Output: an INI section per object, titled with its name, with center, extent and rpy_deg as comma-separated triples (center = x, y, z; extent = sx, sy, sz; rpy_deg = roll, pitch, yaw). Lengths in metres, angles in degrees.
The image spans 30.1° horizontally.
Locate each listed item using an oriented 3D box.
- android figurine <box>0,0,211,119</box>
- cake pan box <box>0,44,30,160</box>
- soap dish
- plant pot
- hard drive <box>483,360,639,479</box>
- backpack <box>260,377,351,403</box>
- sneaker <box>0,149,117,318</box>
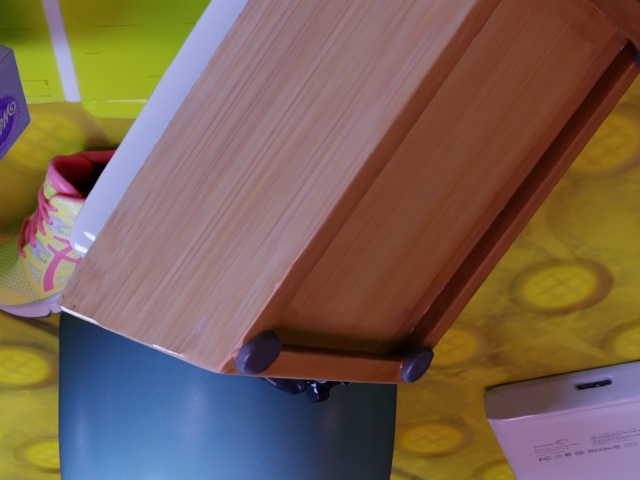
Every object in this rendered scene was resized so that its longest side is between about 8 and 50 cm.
[android figurine]
center = -0.111, -0.150, 0.653
extent = 0.273, 0.056, 0.248
rpy_deg = -2, 145, 0
[cake pan box]
center = -0.312, -0.036, 0.582
extent = 0.246, 0.267, 0.070
rpy_deg = 22, 148, 10
[soap dish]
center = 0.035, -0.055, 0.593
extent = 0.291, 0.118, 0.229
rpy_deg = -55, 150, 12
[plant pot]
center = -0.075, 0.176, 0.957
extent = 0.293, 0.235, 0.293
rpy_deg = 0, 144, 0
[hard drive]
center = 0.296, 0.216, 1.189
extent = 0.203, 0.040, 0.307
rpy_deg = -12, 143, 15
[backpack]
center = 0.000, 0.000, 0.799
extent = 0.115, 0.152, 0.182
rpy_deg = 17, 135, -17
[sneaker]
center = -0.168, -0.020, 0.825
extent = 0.208, 0.081, 0.094
rpy_deg = -27, 131, 21
